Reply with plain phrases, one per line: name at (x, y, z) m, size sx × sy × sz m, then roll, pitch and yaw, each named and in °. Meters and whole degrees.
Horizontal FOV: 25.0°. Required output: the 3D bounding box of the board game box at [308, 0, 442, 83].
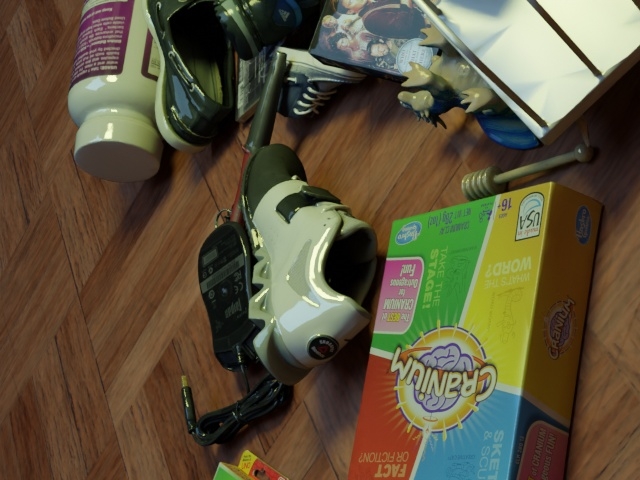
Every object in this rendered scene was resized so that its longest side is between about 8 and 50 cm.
board game box at (0.099, -0.299, 1.608) m, size 0.165 × 0.042 × 0.243 m, roll 18°, pitch 87°, yaw 33°

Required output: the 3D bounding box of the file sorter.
file sorter at (0.210, -0.265, 1.232) m, size 0.277 × 0.173 × 0.193 m, roll -44°, pitch 55°, yaw 10°

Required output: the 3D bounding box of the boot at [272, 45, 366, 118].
boot at (-0.002, -0.187, 1.766) m, size 0.190 × 0.069 × 0.086 m, roll 24°, pitch 110°, yaw 60°

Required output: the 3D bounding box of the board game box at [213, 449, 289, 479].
board game box at (-0.114, 0.370, 1.625) m, size 0.124 × 0.039 × 0.259 m, roll 20°, pitch 87°, yaw 59°

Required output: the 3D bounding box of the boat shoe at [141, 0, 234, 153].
boat shoe at (-0.175, -0.292, 2.037) m, size 0.113 × 0.127 × 0.340 m, roll -36°, pitch 45°, yaw 42°

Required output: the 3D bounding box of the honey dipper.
honey dipper at (0.199, -0.069, 1.386) m, size 0.160 × 0.030 × 0.031 m, roll -20°, pitch 56°, yaw 51°

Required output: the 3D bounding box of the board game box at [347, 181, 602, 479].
board game box at (0.136, 0.120, 1.336) m, size 0.242 × 0.064 × 0.317 m, roll -15°, pitch 60°, yaw 55°

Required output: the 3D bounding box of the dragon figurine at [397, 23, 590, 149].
dragon figurine at (0.178, -0.143, 1.408) m, size 0.289 × 0.144 × 0.085 m, roll 19°, pitch 86°, yaw 41°

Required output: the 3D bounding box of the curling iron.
curling iron at (-0.088, -0.109, 1.808) m, size 0.068 × 0.035 × 0.274 m, roll -124°, pitch 45°, yaw -56°

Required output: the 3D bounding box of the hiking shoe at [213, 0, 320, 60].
hiking shoe at (-0.067, -0.339, 1.903) m, size 0.132 × 0.113 × 0.304 m, roll -22°, pitch 36°, yaw 8°

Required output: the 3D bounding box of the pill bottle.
pill bottle at (-0.284, -0.245, 2.141) m, size 0.169 × 0.169 × 0.302 m, roll -29°, pitch 48°, yaw 48°

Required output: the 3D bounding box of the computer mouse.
computer mouse at (-0.109, 0.120, 1.747) m, size 0.184 × 0.060 × 0.262 m, roll -40°, pitch 52°, yaw 34°

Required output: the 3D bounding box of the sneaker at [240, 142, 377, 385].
sneaker at (0.000, 0.000, 1.606) m, size 0.146 × 0.122 × 0.331 m, roll -31°, pitch 43°, yaw 22°

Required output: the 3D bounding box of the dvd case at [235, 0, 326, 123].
dvd case at (-0.046, -0.277, 1.924) m, size 0.221 × 0.018 × 0.165 m, roll -38°, pitch 41°, yaw 43°
